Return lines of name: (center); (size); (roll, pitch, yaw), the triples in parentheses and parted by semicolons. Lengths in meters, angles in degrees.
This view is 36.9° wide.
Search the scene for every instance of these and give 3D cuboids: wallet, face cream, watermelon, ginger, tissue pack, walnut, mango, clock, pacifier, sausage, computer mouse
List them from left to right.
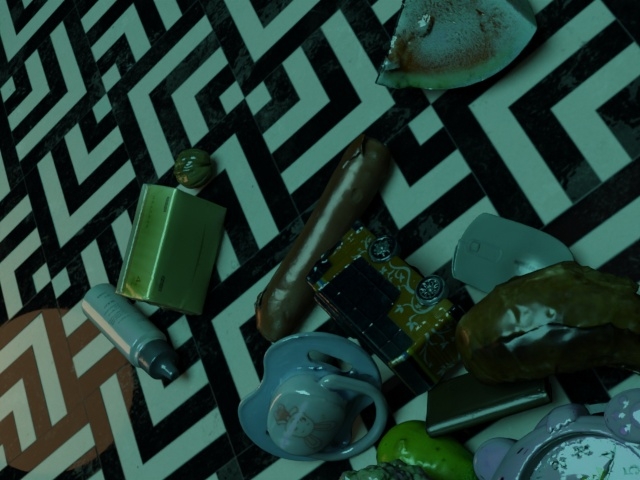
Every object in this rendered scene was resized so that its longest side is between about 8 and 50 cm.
face cream: (-0.383, 0.197, 1.980); (0.311, 0.092, 0.092); (35, 98, 41)
tissue pack: (-0.297, 0.021, 1.927); (0.125, 0.159, 0.234); (7, 80, 39)
walnut: (-0.267, -0.151, 2.015); (0.092, 0.092, 0.092); (-13, 68, 34)
pacifier: (-0.004, 0.243, 1.634); (0.226, 0.238, 0.287); (-86, 16, -54)
sausage: (0.000, 0.000, 1.748); (0.094, 0.094, 0.419); (30, 97, -3)
mango: (0.168, 0.347, 1.496); (0.178, 0.100, 0.119); (15, 82, 32)
watermelon: (0.226, -0.386, 1.618); (0.289, 0.213, 0.320); (30, 83, 38)
wallet: (0.255, 0.235, 1.465); (0.198, 0.031, 0.110); (-23, 26, 23)
computer mouse: (0.299, 0.032, 1.516); (0.231, 0.079, 0.128); (22, 87, 44)
ginger: (0.346, 0.121, 1.356); (0.321, 0.165, 0.172); (-4, 114, 21)
clock: (0.372, 0.371, 1.320); (0.322, 0.113, 0.296); (-20, 64, 33)

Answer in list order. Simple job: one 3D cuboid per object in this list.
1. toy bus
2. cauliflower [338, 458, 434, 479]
toy bus: (0.113, 0.106, 1.570); (0.167, 0.138, 0.275); (-43, 48, -3)
cauliflower: (0.094, 0.453, 1.357); (0.315, 0.239, 0.256); (-38, 64, -25)
